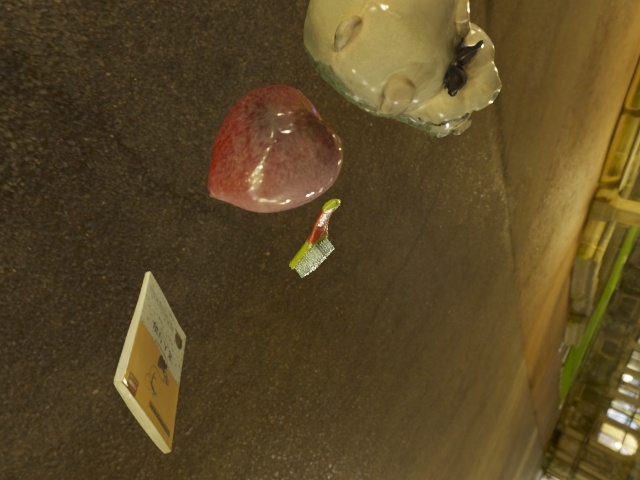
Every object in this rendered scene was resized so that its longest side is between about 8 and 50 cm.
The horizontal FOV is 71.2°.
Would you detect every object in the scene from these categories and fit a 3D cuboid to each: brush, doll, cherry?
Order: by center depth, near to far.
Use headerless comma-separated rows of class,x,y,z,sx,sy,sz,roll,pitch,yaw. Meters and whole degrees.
brush,0.000,0.000,0.315,0.019,0.021,0.083,-31,163,-35
doll,0.143,-0.291,0.699,0.350,0.248,0.247,24,89,-49
cherry,-0.084,-0.156,0.830,0.206,0.240,0.239,-9,116,-61

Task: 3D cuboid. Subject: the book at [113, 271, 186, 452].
book,-0.412,0.289,1.126,0.032,0.388,0.268,-15,124,-1
